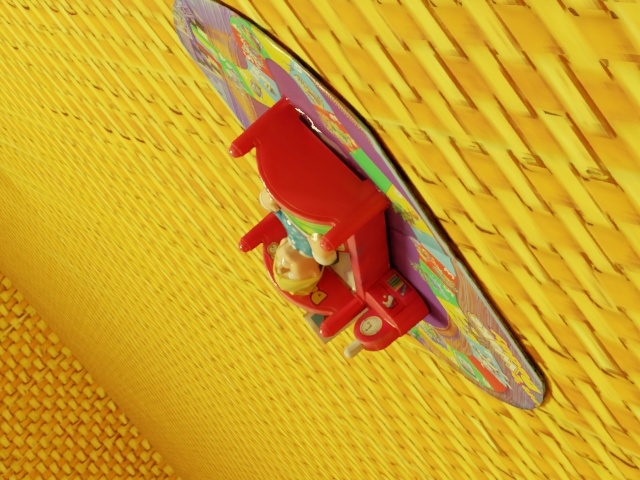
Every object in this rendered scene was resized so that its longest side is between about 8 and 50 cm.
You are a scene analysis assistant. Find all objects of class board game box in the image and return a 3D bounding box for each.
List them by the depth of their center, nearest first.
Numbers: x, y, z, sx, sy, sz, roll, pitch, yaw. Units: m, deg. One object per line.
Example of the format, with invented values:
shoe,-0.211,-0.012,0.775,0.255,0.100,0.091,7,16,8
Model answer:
board game box,0.000,0.000,0.580,0.168,0.033,0.133,53,169,-28
